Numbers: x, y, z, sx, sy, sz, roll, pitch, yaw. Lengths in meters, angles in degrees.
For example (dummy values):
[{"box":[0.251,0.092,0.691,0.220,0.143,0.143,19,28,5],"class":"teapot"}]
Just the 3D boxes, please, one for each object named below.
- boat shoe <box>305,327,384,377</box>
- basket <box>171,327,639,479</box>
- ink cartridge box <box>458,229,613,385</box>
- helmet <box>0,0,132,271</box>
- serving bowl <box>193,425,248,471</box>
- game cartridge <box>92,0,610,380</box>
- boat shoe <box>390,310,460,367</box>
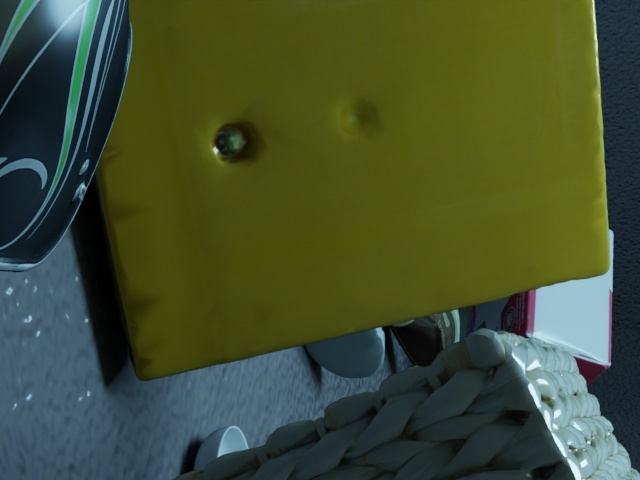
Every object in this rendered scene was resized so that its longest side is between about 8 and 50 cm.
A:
[{"box":[0.015,0.043,1.242,0.070,0.078,0.219,-78,157,-43],"class":"boat shoe"},{"box":[0.049,0.230,0.727,0.266,0.328,0.331,65,12,13],"class":"basket"},{"box":[0.263,0.129,1.791,0.306,0.131,0.226,128,-23,-49],"class":"ink cartridge box"},{"box":[-0.147,-0.080,0.474,0.169,0.169,0.161,6,98,-75],"class":"helmet"},{"box":[-0.075,0.177,0.963,0.083,0.027,0.083,-4,90,-75],"class":"serving bowl"},{"box":[0.016,-0.080,0.817,0.052,0.324,0.285,-131,-149,-66],"class":"game cartridge"},{"box":[0.096,0.069,1.555,0.095,0.095,0.257,-59,139,-42],"class":"boat shoe"}]
